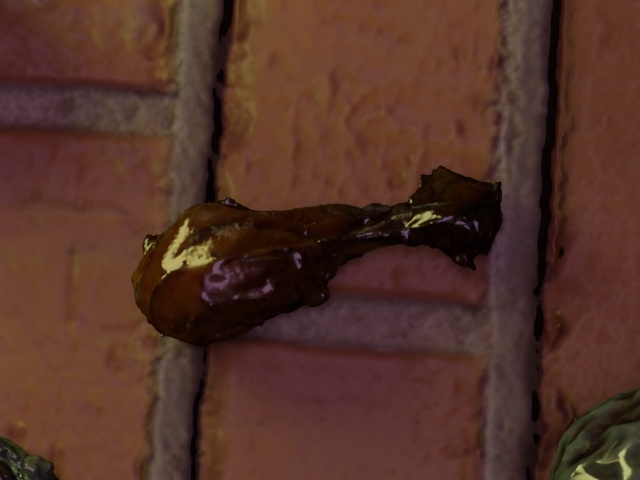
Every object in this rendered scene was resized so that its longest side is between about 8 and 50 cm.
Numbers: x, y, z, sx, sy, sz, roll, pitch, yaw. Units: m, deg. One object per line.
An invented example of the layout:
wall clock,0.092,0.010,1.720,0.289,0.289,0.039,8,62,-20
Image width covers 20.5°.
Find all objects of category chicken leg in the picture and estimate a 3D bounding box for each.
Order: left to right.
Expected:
chicken leg,0.000,0.000,1.388,0.304,0.093,0.113,-16,72,-4

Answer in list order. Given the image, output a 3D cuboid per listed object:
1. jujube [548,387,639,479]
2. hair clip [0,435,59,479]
jujube,0.319,0.190,1.286,0.317,0.226,0.226,-13,83,6
hair clip,-0.186,0.279,1.353,0.321,0.091,0.138,38,83,5
